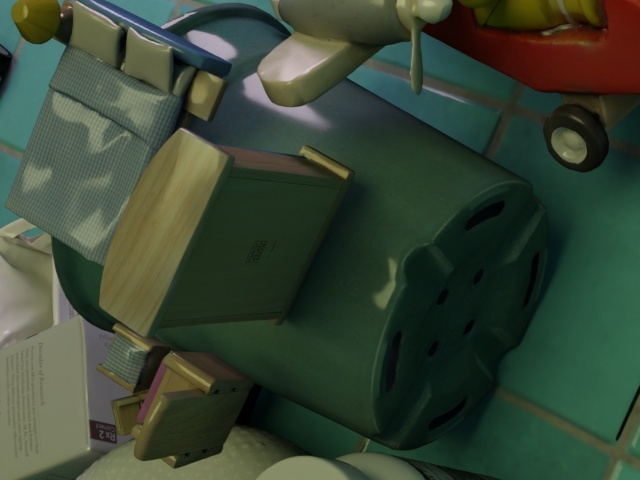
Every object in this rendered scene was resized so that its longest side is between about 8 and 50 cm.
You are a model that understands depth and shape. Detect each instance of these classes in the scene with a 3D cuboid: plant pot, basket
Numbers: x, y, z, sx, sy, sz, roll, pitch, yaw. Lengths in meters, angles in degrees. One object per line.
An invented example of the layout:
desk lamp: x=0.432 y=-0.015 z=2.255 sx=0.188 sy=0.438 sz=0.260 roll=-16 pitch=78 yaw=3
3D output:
plant pot: x=0.000 y=0.000 z=1.262 sx=0.334 sy=0.341 sz=0.341 roll=27 pitch=93 yaw=32
basket: x=-0.302 y=0.063 z=1.603 sx=0.113 sy=0.103 sz=0.167 roll=-20 pitch=64 yaw=32

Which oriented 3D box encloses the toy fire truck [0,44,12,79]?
toy fire truck: x=-0.540 y=-0.283 z=1.805 sx=0.217 sy=0.246 sz=0.158 roll=44 pitch=104 yaw=38

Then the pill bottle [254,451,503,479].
pill bottle: x=0.065 y=0.256 z=1.139 sx=0.162 sy=0.278 sz=0.162 roll=-13 pitch=69 yaw=36

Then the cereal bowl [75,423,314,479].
cereal bowl: x=-0.111 y=0.325 z=1.260 sx=0.338 sy=0.141 sz=0.339 roll=-2 pitch=77 yaw=9

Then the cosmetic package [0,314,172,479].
cosmetic package: x=-0.260 y=0.189 z=1.498 sx=0.183 sy=0.151 sz=0.152 roll=-24 pitch=62 yaw=30

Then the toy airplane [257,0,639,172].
toy airplane: x=0.130 y=-0.258 z=1.202 sx=0.384 sy=0.272 sz=0.386 roll=-5 pitch=46 yaw=-2

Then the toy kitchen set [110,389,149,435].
toy kitchen set: x=-0.143 y=0.137 z=1.296 sx=0.075 sy=0.083 sz=0.068 roll=-10 pitch=93 yaw=60

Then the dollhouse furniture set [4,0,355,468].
dollhouse furniture set: x=-0.182 y=-0.022 z=1.078 sx=0.303 sy=0.198 sz=0.286 roll=31 pitch=102 yaw=24

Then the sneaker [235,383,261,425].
sneaker: x=-0.103 y=0.259 z=1.396 sx=0.147 sy=0.104 sz=0.296 roll=33 pitch=94 yaw=29
